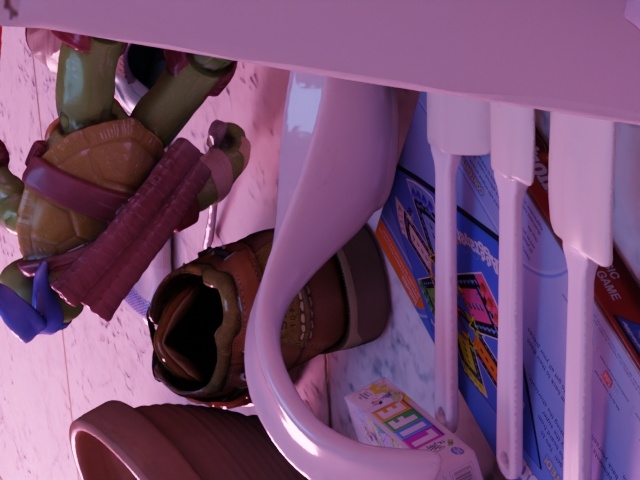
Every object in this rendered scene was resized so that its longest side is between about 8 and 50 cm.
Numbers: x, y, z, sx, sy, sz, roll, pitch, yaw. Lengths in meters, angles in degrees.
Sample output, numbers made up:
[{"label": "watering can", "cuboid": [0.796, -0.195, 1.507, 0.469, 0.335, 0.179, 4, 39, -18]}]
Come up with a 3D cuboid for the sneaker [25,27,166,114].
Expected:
[{"label": "sneaker", "cuboid": [-0.106, -0.203, 1.119, 0.122, 0.110, 0.283, 39, 138, 24]}]

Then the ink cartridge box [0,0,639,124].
[{"label": "ink cartridge box", "cuboid": [-0.030, -0.179, 0.650, 0.384, 0.279, 0.160, 39, 119, 58]}]

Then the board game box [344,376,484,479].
[{"label": "board game box", "cuboid": [0.065, 0.159, 0.896, 0.103, 0.026, 0.154, 36, 147, 61]}]

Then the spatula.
[{"label": "spatula", "cuboid": [0.087, 0.011, 0.773, 0.168, 0.019, 0.242, 40, 139, 54]}]

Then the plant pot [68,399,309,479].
[{"label": "plant pot", "cuboid": [-0.055, 0.191, 1.101, 0.237, 0.109, 0.237, 49, 158, 28]}]

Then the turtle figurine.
[{"label": "turtle figurine", "cuboid": [-0.139, -0.092, 1.072, 0.266, 0.197, 0.275, -60, -3, 25]}]

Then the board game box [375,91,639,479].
[{"label": "board game box", "cuboid": [0.106, 0.052, 0.798, 0.281, 0.027, 0.145, 63, 151, 33]}]

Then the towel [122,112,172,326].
[{"label": "towel", "cuboid": [-0.170, -0.091, 1.374, 0.209, 0.034, 0.285, 42, 137, 54]}]

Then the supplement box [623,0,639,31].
[{"label": "supplement box", "cuboid": [0.168, -0.152, 0.424, 0.073, 0.130, 0.239, -126, 34, -45]}]

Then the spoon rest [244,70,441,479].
[{"label": "spoon rest", "cuboid": [0.000, 0.000, 0.859, 0.137, 0.084, 0.276, 111, 156, -54]}]

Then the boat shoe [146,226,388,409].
[{"label": "boat shoe", "cuboid": [-0.064, 0.049, 1.096, 0.307, 0.104, 0.111, 138, 117, -65]}]

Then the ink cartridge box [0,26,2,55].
[{"label": "ink cartridge box", "cuboid": [-0.249, -0.140, 0.981, 0.091, 0.308, 0.385, 37, 136, 18]}]
